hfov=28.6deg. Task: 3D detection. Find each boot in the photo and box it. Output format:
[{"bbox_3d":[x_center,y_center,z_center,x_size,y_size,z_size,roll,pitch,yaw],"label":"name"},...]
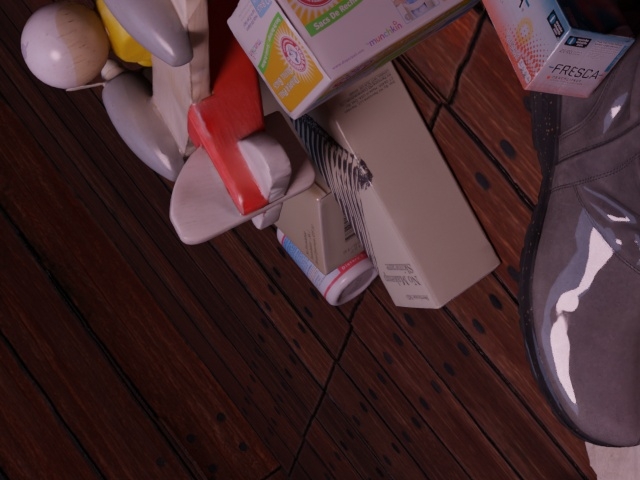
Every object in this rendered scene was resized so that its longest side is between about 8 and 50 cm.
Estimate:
[{"bbox_3d":[0.237,-0.006,0.863,0.223,0.118,0.338,-175,77,-67],"label":"boot"}]

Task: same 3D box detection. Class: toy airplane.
[{"bbox_3d":[-0.156,-0.177,1.249,0.384,0.272,0.386,-111,18,-58],"label":"toy airplane"}]

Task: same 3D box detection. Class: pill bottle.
[{"bbox_3d":[0.000,0.000,1.636,0.160,0.087,0.087,50,160,18],"label":"pill bottle"}]

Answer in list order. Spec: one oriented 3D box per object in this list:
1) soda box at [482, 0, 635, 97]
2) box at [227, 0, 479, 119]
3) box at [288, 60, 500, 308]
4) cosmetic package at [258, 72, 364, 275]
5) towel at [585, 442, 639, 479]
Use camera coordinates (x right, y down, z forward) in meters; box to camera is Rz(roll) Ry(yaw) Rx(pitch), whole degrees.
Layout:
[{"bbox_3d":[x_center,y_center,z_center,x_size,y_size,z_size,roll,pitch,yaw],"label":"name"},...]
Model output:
[{"bbox_3d":[0.151,-0.189,0.889,0.063,0.058,0.183,-56,42,44],"label":"soda box"},{"bbox_3d":[0.041,-0.203,1.031,0.103,0.203,0.114,56,161,0],"label":"box"},{"bbox_3d":[0.073,-0.065,1.343,0.275,0.094,0.113,60,160,-10],"label":"box"},{"bbox_3d":[-0.051,-0.122,1.527,0.309,0.113,0.160,44,157,30],"label":"cosmetic package"},{"bbox_3d":[0.277,0.082,1.009,0.187,0.049,0.282,-170,76,-66],"label":"towel"}]
